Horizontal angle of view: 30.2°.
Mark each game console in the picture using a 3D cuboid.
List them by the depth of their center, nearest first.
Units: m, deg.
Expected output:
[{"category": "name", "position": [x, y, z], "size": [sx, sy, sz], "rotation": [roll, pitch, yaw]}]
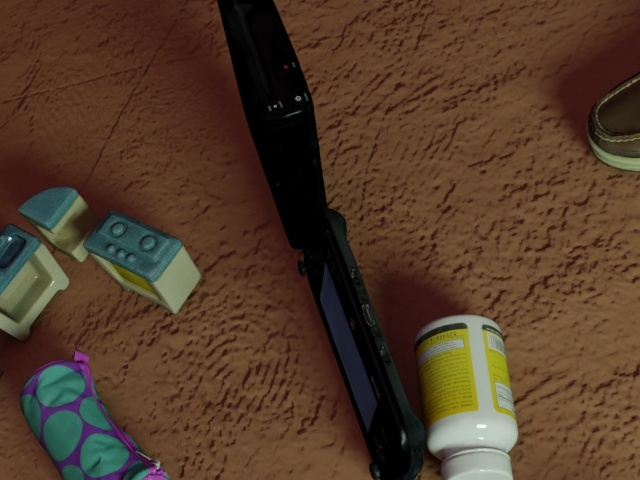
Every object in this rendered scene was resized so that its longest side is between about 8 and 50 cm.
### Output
[{"category": "game console", "position": [0.000, 0.000, 0.860], "size": [0.043, 0.213, 0.361], "rotation": [-19, 65, -4]}]

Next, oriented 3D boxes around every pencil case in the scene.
[{"category": "pencil case", "position": [-0.171, 0.156, 0.905], "size": [0.070, 0.064, 0.151], "rotation": [-50, 54, 5]}]

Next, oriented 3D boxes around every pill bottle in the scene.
[{"category": "pill bottle", "position": [0.102, 0.115, 0.824], "size": [0.065, 0.065, 0.116], "rotation": [-13, 54, 13]}]

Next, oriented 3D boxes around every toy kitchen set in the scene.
[{"category": "toy kitchen set", "position": [-0.230, 0.053, 0.959], "size": [0.166, 0.122, 0.207], "rotation": [23, 70, 32]}]

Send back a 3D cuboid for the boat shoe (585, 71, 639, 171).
[{"category": "boat shoe", "position": [0.318, -0.137, 0.884], "size": [0.257, 0.095, 0.095], "rotation": [-22, 53, 7]}]
